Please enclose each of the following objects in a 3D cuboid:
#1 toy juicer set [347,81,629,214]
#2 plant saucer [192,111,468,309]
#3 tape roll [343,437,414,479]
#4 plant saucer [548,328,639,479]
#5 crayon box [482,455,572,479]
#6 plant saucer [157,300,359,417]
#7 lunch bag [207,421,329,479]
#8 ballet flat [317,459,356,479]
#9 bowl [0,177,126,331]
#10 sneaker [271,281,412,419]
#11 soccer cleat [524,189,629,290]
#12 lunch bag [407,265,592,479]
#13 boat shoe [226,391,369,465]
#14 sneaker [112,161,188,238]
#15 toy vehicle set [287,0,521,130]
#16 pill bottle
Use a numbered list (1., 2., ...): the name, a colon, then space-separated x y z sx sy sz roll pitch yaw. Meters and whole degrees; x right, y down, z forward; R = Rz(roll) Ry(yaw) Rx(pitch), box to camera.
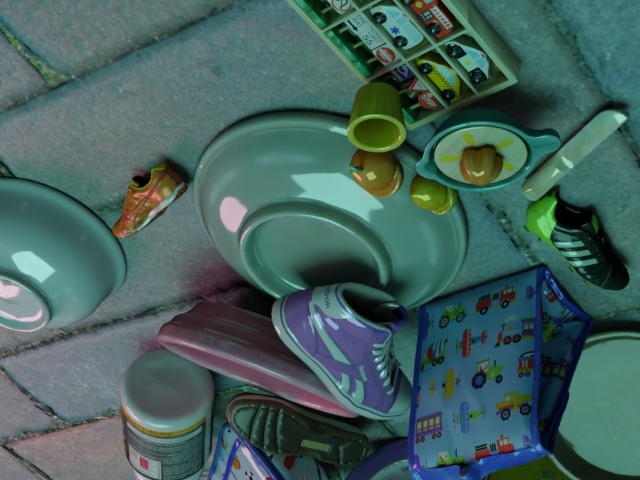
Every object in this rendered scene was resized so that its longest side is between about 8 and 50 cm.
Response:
1. toy juicer set: 0.188 -0.085 1.443 0.329 0.089 0.209 5 146 -3
2. plant saucer: 0.000 0.000 1.648 0.400 0.100 0.400 12 140 10
3. tape roll: 0.156 0.465 1.975 0.275 0.275 0.090 -5 135 27
4. plant saucer: 0.449 0.250 1.720 0.278 0.041 0.278 6 112 15
5. crayon box: 0.363 0.372 1.846 0.318 0.202 0.081 6 139 17
6. plant saucer: -0.083 0.177 1.815 0.332 0.084 0.332 20 169 4
7. lunch bag: -0.103 0.444 2.128 0.243 0.115 0.303 46 144 21
8. ballet flat: 0.063 0.450 2.164 0.079 0.077 0.221 -27 129 20
9. bowl: -0.468 0.051 1.868 0.298 0.134 0.298 11 140 9
10. sneaker: 0.077 0.157 1.650 0.161 0.102 0.282 -20 134 34
11. soccer cleat: 0.346 0.003 1.543 0.179 0.060 0.072 36 136 -15
12. lunch bag: 0.232 0.208 1.637 0.221 0.293 0.138 -21 125 39
13. boat shoe: -0.045 0.311 2.006 0.257 0.095 0.095 24 107 -20
14. sneaker: -0.257 -0.060 1.726 0.067 0.064 0.175 49 130 -3
15. toy vehicle set: 0.088 -0.253 1.372 0.166 0.035 0.267 -23 125 39
16. pill bottle: -0.268 0.328 2.079 0.162 0.162 0.278 15 140 5
